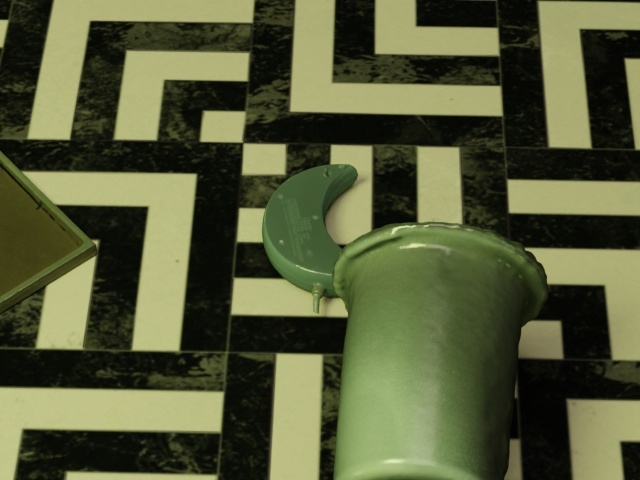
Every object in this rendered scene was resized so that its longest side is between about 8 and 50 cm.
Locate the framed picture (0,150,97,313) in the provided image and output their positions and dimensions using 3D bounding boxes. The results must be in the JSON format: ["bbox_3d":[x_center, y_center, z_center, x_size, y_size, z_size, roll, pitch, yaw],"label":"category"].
[{"bbox_3d":[-0.457,-0.023,2.152,0.232,0.024,0.315,-33,58,-24],"label":"framed picture"}]

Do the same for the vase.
[{"bbox_3d":[0.122,0.161,1.874,0.245,0.245,0.291,3,56,3],"label":"vase"}]

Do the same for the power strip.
[{"bbox_3d":[0.000,0.000,2.114,0.137,0.044,0.216,-7,50,-5],"label":"power strip"}]
